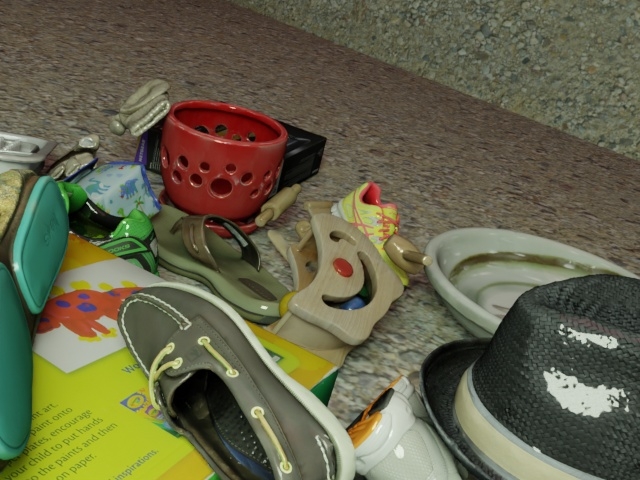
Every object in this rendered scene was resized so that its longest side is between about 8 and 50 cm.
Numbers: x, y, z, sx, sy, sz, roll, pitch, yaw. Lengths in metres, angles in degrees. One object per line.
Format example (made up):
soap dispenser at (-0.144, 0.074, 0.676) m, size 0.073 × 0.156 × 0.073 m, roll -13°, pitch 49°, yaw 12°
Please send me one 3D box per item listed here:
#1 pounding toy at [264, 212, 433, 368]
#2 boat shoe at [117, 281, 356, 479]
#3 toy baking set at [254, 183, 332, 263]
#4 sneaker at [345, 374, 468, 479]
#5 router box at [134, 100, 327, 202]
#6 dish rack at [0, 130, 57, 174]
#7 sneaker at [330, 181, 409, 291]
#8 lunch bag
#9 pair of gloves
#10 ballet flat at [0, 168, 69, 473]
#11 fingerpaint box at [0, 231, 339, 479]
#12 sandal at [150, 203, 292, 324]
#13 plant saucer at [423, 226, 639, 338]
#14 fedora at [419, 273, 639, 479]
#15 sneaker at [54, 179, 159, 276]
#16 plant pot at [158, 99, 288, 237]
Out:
pounding toy at (0.035, 0.030, 1.075) m, size 0.154 × 0.155 × 0.269 m, roll 41°, pitch 34°, yaw 4°
boat shoe at (-0.076, 0.101, 0.594) m, size 0.227 × 0.081 × 0.068 m, roll 35°, pitch 25°, yaw 32°
toy baking set at (-0.005, -0.005, 1.304) m, size 0.196 × 0.030 × 0.256 m, roll 37°, pitch 29°, yaw 8°
sneaker at (0.084, 0.207, 0.821) m, size 0.121 × 0.099 × 0.262 m, roll 44°, pitch 3°, yaw 8°
router box at (-0.158, -0.167, 1.591) m, size 0.243 × 0.081 × 0.309 m, roll 22°, pitch 24°, yaw 16°
dish rack at (-0.527, -0.120, 1.199) m, size 0.285 × 0.072 × 0.333 m, roll 8°, pitch 10°, yaw -14°
sneaker at (0.087, -0.011, 1.304) m, size 0.081 × 0.094 × 0.208 m, roll 20°, pitch 32°, yaw -44°
lunch bag at (-0.321, -0.048, 1.174) m, size 0.151 × 0.096 × 0.129 m, roll 4°, pitch 34°, yaw 36°
pair of gloves at (-0.330, -0.168, 1.319) m, size 0.042 × 0.240 × 0.204 m, roll 53°, pitch 5°, yaw -22°
ballet flat at (-0.248, 0.049, 0.587) m, size 0.123 × 0.123 × 0.348 m, roll 9°, pitch 24°, yaw -14°
fingerpaint box at (-0.256, 0.162, 0.654) m, size 0.371 × 0.163 × 0.445 m, roll 24°, pitch 24°, yaw 19°
sandal at (-0.134, 0.014, 1.174) m, size 0.302 × 0.086 × 0.120 m, roll 30°, pitch 27°, yaw 33°
plant saucer at (0.330, 0.108, 1.221) m, size 0.400 × 0.101 × 0.400 m, roll 12°, pitch 22°, yaw -5°
fedora at (0.263, 0.123, 0.757) m, size 0.334 × 0.153 × 0.334 m, roll 14°, pitch 23°, yaw -6°
sneaker at (-0.354, -0.020, 1.042) m, size 0.343 × 0.146 × 0.134 m, roll 14°, pitch 23°, yaw 3°
plant pot at (-0.160, -0.107, 1.328) m, size 0.191 × 0.174 × 0.191 m, roll 13°, pitch 22°, yaw -5°
